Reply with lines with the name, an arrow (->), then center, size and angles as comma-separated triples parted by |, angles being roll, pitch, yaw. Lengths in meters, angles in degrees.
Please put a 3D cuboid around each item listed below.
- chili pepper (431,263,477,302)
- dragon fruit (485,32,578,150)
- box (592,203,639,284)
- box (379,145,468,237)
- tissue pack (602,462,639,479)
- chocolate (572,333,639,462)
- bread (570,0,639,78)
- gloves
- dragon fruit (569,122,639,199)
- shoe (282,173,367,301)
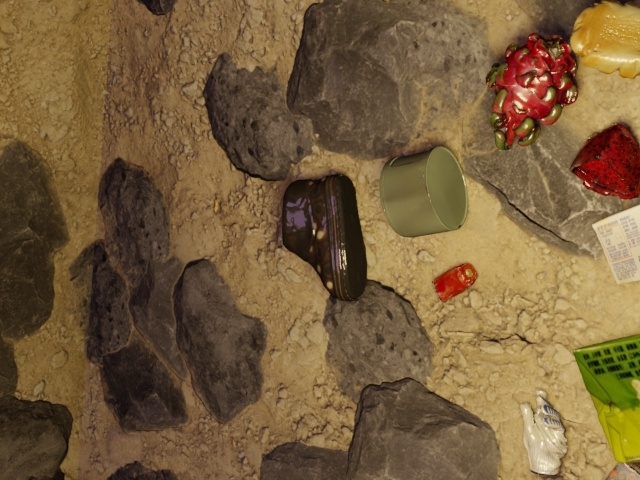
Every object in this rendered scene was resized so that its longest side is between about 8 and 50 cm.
chili pepper -> 0.375, 0.114, 2.069 | 0.123, 0.070, 0.073 | -37, 32, 37
dragon fruit -> 0.511, -0.360, 1.825 | 0.218, 0.198, 0.273 | 9, 90, 3
box -> 0.746, -0.007, 1.678 | 0.265, 0.097, 0.168 | 130, 121, -74
box -> 0.277, -0.127, 2.005 | 0.149, 0.226, 0.226 | -10, 91, 36
tissue pack -> 0.762, 0.623, 1.867 | 0.108, 0.060, 0.148 | 38, 117, 24
chocolate -> 0.775, 0.349, 1.723 | 0.301, 0.137, 0.289 | -31, 77, 58
bread -> 0.727, -0.444, 1.691 | 0.311, 0.121, 0.173 | 23, 94, 25
gloves -> 0.582, 0.501, 1.958 | 0.119, 0.097, 0.229 | 0, 101, 31
dragon fruit -> 0.701, -0.180, 1.794 | 0.161, 0.120, 0.127 | 44, 79, -5
shoe -> 0.000, 0.000, 2.255 | 0.237, 0.171, 0.384 | -9, 90, 29
